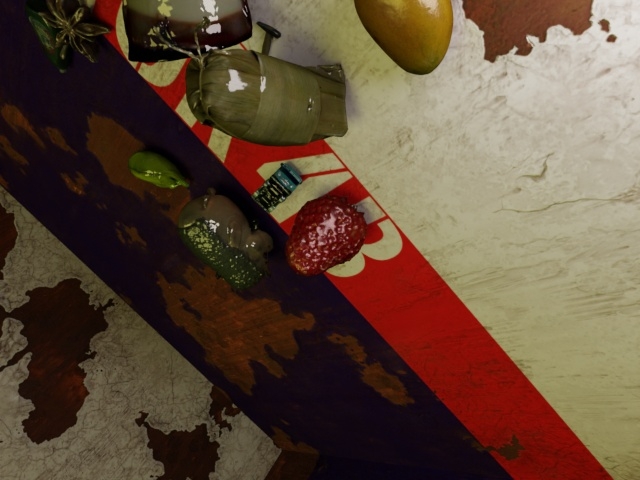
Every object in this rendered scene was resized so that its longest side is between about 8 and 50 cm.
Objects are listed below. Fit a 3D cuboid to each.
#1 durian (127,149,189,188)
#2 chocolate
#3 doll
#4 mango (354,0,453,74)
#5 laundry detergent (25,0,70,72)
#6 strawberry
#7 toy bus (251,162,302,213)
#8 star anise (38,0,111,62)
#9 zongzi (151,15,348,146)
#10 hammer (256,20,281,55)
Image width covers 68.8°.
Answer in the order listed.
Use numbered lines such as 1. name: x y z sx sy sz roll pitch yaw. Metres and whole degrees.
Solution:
1. durian: -0.567 -0.245 1.603 0.250 0.101 0.139 16 173 28
2. chocolate: -0.285 -0.499 0.961 0.283 0.283 0.186 13 131 31
3. doll: -0.299 -0.001 1.528 0.247 0.247 0.349 -11 118 46
4. mango: 0.152 -0.394 0.810 0.221 0.120 0.151 46 147 -20
5. laundry detergent: -0.841 -0.628 1.459 0.137 0.063 0.211 31 145 14
6. strawberry: 0.000 0.000 1.249 0.205 0.244 0.205 25 143 20
7. toy bus: -0.123 -0.150 1.324 0.079 0.092 0.160 44 149 -10
8. star anise: -0.705 -0.610 1.336 0.231 0.089 0.209 2 129 35
9. zongzi: -0.208 -0.297 1.003 0.418 0.447 0.181 5 94 46
10. hammer: -0.141 -0.423 1.116 0.062 0.013 0.199 35 143 6
